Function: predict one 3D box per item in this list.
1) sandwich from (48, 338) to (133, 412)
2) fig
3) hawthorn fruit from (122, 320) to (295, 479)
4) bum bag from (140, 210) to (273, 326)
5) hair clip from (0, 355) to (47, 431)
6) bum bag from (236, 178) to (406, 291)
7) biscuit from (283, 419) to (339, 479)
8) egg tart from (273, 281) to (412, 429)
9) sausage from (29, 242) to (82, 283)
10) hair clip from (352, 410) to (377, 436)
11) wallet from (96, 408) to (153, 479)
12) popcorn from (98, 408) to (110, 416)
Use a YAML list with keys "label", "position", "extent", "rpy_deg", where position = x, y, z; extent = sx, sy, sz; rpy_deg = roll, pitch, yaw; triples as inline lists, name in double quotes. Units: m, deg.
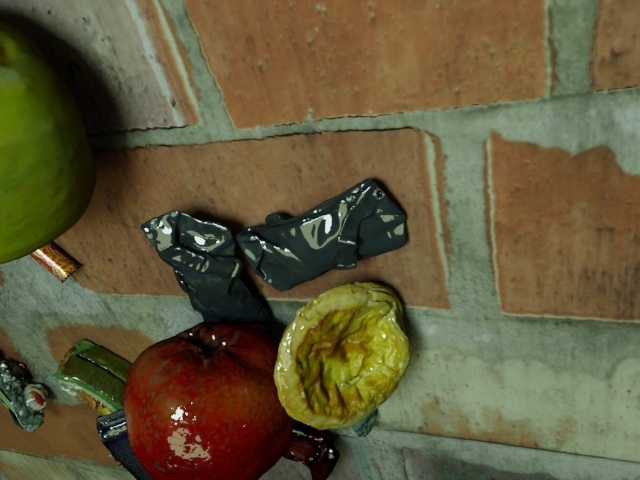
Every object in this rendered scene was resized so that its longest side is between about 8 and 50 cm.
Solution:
- label: "sandwich"
  position: [-0.474, 0.306, 1.252]
  extent: [0.184, 0.109, 0.160]
  rpy_deg: [38, 130, -11]
- label: "fig"
  position: [-0.464, -0.109, 0.735]
  extent: [0.343, 0.343, 0.343]
  rpy_deg: [11, 131, 13]
- label: "hawthorn fruit"
  position: [-0.171, 0.283, 0.930]
  extent: [0.265, 0.265, 0.307]
  rpy_deg: [11, 120, 14]
- label: "bum bag"
  position: [-0.169, 0.065, 0.945]
  extent: [0.137, 0.074, 0.310]
  rpy_deg: [1, 141, 17]
- label: "hair clip"
  position: [-0.751, 0.303, 1.375]
  extent: [0.091, 0.138, 0.321]
  rpy_deg: [-41, 111, -6]
- label: "bum bag"
  position: [0.000, 0.000, 0.834]
  extent: [0.248, 0.060, 0.123]
  rpy_deg: [-19, 118, 33]
- label: "biscuit"
  position: [-0.074, 0.397, 1.193]
  extent: [0.235, 0.063, 0.151]
  rpy_deg: [28, 132, 2]
- label: "egg tart"
  position: [0.030, 0.166, 0.886]
  extent: [0.106, 0.241, 0.241]
  rpy_deg: [30, 153, 58]
- label: "sausage"
  position: [-0.502, 0.013, 1.062]
  extent: [0.145, 0.048, 0.050]
  rpy_deg: [44, 93, -10]
- label: "hair clip"
  position: [0.046, 0.257, 1.036]
  extent: [0.036, 0.066, 0.229]
  rpy_deg: [4, 128, 54]
- label: "wallet"
  position: [-0.315, 0.411, 1.242]
  extent: [0.220, 0.071, 0.262]
  rpy_deg: [-20, 131, -7]
- label: "popcorn"
  position: [-0.478, 0.379, 1.329]
  extent: [0.084, 0.084, 0.084]
  rpy_deg: [11, 131, 13]
